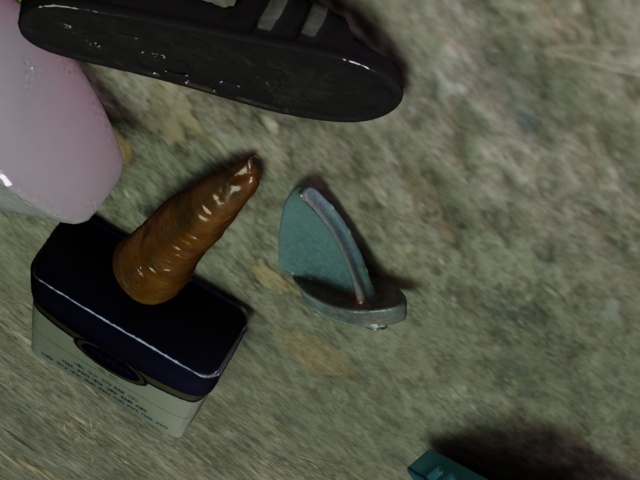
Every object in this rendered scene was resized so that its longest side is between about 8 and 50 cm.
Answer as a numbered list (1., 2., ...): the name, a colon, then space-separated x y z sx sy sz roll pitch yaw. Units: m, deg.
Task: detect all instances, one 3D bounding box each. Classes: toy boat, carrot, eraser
1. toy boat: 0.000 0.000 0.825 0.096 0.034 0.122 14 145 37
2. carrot: -0.082 -0.008 0.880 0.057 0.057 0.224 35 155 -10
3. eraser: -0.264 -0.094 0.870 0.270 0.094 0.174 7 146 44

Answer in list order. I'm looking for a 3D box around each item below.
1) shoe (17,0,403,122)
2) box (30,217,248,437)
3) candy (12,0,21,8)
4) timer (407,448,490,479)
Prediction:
1. shoe: -0.043 -0.100 0.615 0.179 0.049 0.071 11 162 -17
2. box: -0.158 0.078 1.136 0.168 0.071 0.259 31 160 0
3. candy: -0.117 -0.147 0.639 0.102 0.032 0.178 36 157 -23
4. timer: 0.189 0.246 1.015 0.250 0.091 0.232 46 173 -8
